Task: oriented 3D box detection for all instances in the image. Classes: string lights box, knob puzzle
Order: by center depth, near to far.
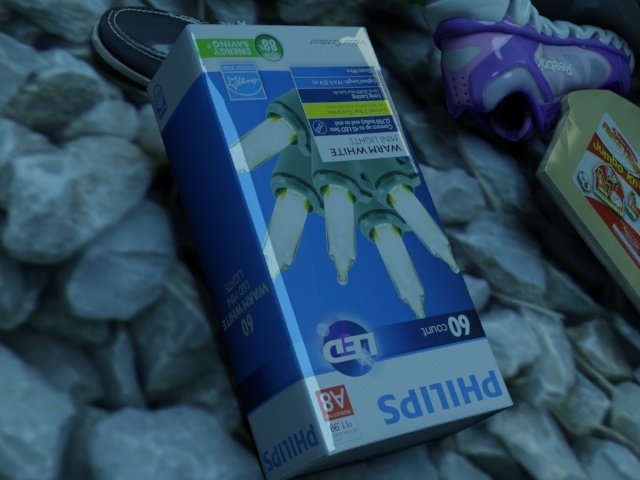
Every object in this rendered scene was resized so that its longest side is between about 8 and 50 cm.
[{"bbox_3d":[0.000,0.000,0.609,0.133,0.077,0.260,-8,69,-34],"label":"string lights box"},{"bbox_3d":[0.244,-0.038,0.813,0.213,0.030,0.213,21,57,-35],"label":"knob puzzle"}]

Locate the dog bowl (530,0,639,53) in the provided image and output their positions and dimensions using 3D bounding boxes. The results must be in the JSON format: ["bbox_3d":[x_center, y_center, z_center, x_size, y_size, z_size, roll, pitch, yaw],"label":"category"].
[{"bbox_3d":[0.256,-0.331,0.913,0.348,0.102,0.349,8,80,-54],"label":"dog bowl"}]

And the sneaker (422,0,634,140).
[{"bbox_3d":[0.174,-0.129,0.832,0.236,0.095,0.105,6,80,-43],"label":"sneaker"}]

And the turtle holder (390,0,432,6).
[{"bbox_3d":[-0.033,-0.319,0.797,0.320,0.243,0.227,51,50,-42],"label":"turtle holder"}]

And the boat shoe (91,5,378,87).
[{"bbox_3d":[-0.056,-0.137,0.721,0.206,0.065,0.075,13,50,-20],"label":"boat shoe"}]
